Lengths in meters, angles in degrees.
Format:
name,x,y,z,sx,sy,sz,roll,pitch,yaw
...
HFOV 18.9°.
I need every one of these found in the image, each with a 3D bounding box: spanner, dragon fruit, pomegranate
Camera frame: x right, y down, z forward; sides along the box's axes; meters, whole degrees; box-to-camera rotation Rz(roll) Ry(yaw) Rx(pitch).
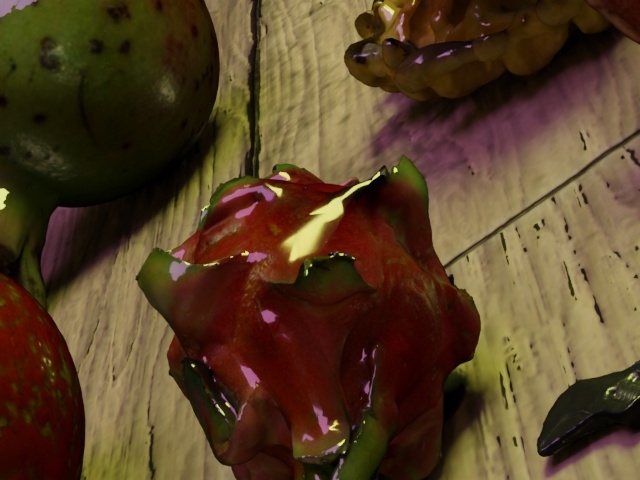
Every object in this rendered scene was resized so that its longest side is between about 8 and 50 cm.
name,x,y,z,sx,sy,sz,roll,pitch,yaw
spanner,0.170,0.025,0.747,0.208,0.012,0.046,-36,19,11
dragon fruit,-0.002,0.050,0.821,0.135,0.137,0.236,-22,24,13
pomegranate,-0.202,-0.093,1.432,0.242,0.242,0.306,-133,62,-71

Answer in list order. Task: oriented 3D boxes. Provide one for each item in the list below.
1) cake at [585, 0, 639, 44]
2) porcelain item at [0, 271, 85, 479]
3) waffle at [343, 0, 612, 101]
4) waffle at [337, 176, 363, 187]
name,x,y,z,sx,sy,sz,roll,pitch,yaw
cake,0.195,-0.230,0.877,0.158,0.159,0.262,-61,-1,-45
porcelain item,-0.223,0.135,0.990,0.253,0.253,0.253,-35,20,15
waffle,0.146,-0.190,1.184,0.329,0.062,0.329,-34,22,16
waffle,0.000,0.000,1.089,0.075,0.029,0.083,-22,28,42
